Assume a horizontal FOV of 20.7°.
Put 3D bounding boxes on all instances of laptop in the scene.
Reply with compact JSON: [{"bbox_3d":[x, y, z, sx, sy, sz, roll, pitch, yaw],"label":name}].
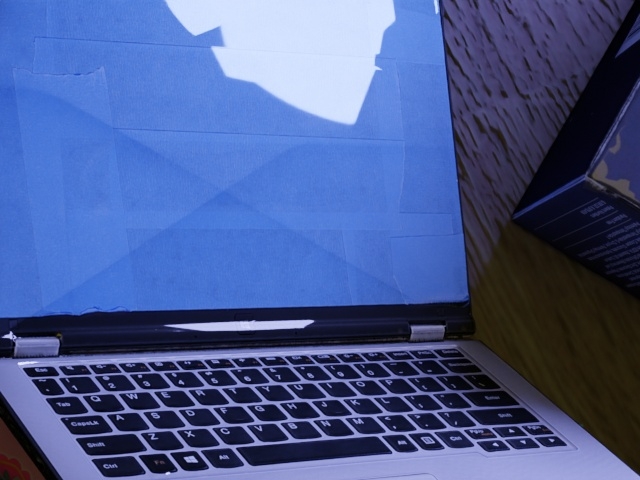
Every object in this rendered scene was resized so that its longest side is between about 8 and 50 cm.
[{"bbox_3d":[0.000,0.000,1.066,0.382,0.408,0.236,-1,116,-33],"label":"laptop"}]

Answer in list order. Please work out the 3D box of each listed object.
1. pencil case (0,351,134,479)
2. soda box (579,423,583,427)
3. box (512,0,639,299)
[{"bbox_3d":[-0.148,0.121,1.141,0.284,0.124,0.124,31,77,-5],"label":"pencil case"},{"bbox_3d":[0.139,0.231,1.200,0.071,0.067,0.210,2,80,-10],"label":"soda box"},{"bbox_3d":[0.364,-0.086,1.233,0.312,0.179,0.343,32,77,-3],"label":"box"}]
